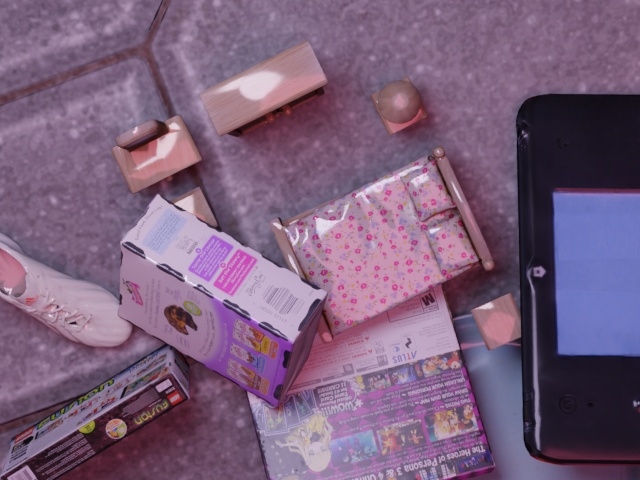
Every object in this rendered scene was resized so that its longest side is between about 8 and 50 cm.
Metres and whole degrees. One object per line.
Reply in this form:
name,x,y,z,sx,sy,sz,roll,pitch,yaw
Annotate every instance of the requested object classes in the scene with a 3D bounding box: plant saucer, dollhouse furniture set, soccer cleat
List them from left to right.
soccer cleat,-0.283,0.056,1.640,0.196,0.076,0.068,33,98,-11
dollhouse furniture set,0.000,0.000,1.565,0.303,0.174,0.355,-26,91,2
plant saucer,0.185,0.233,1.671,0.318,0.043,0.317,-2,72,5

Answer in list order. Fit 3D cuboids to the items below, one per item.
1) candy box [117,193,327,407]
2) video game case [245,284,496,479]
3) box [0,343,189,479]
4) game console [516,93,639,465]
candy box,-0.102,0.063,1.582,0.196,0.165,0.070,30,62,8
video game case,0.043,0.169,1.659,0.232,0.042,0.210,-15,71,-1
box,-0.232,0.186,1.655,0.207,0.114,0.036,-32,104,4
game console,0.373,0.037,1.611,0.342,0.060,0.386,2,74,-4
